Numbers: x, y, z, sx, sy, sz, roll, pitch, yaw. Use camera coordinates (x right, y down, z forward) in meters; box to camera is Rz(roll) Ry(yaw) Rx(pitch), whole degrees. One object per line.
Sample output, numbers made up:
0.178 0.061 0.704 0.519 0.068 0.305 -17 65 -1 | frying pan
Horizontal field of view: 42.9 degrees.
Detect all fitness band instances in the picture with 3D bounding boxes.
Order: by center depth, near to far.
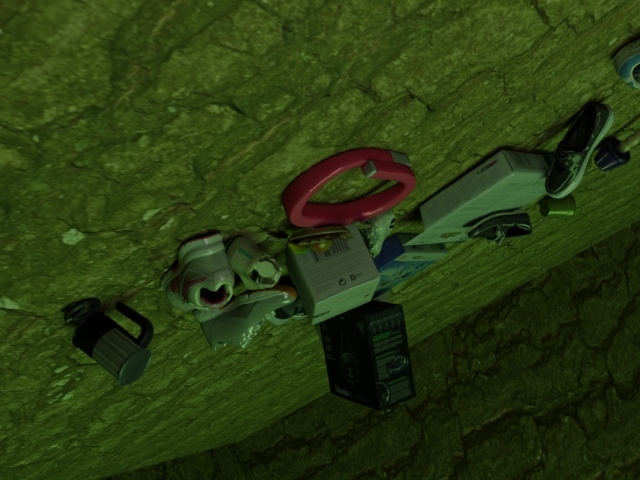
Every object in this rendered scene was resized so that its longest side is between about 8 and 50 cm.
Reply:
0.058 -0.089 1.503 0.209 0.054 0.291 -35 159 30 | fitness band

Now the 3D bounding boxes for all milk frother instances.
-0.401 0.184 1.524 0.129 0.135 0.143 -62 157 9 | milk frother

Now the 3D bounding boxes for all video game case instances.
0.167 0.075 2.125 0.269 0.061 0.244 -35 159 29 | video game case

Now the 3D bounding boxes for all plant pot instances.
0.669 -0.095 2.316 0.079 0.083 0.083 -6 157 -19 | plant pot

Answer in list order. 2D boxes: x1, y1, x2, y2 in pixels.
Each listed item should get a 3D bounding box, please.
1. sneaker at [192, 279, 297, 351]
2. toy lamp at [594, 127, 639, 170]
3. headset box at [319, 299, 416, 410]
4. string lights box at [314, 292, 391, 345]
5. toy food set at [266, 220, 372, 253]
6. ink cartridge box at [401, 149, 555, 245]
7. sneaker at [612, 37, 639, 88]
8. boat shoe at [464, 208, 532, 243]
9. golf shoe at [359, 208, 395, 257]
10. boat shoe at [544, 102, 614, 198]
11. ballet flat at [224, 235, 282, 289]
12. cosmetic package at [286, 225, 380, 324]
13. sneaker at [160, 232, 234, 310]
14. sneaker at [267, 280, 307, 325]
-0.149 0.166 1.759 0.262 0.121 0.099 -19 -177 31 | sneaker
0.777 -0.262 1.964 0.080 0.080 0.274 -9 155 -42 | toy lamp
0.123 0.297 2.262 0.131 0.283 0.246 -14 -169 -31 | headset box
0.108 0.257 2.450 0.077 0.133 0.259 -6 155 -47 | string lights box
0.000 0.000 1.585 0.192 0.038 0.132 -10 174 15 | toy food set
0.384 -0.097 1.914 0.330 0.071 0.324 -34 162 35 | ink cartridge box
0.638 -0.364 1.455 0.085 0.086 0.237 -3 151 -48 | sneaker
0.439 -0.027 1.977 0.206 0.065 0.075 -13 161 -35 | boat shoe
0.133 -0.016 1.807 0.086 0.069 0.176 -29 165 -8 | golf shoe
0.544 -0.195 1.751 0.076 0.080 0.228 7 123 -41 | boat shoe
-0.120 0.057 1.606 0.086 0.086 0.248 -27 163 5 | ballet flat
0.023 0.068 1.744 0.151 0.151 0.184 -21 163 -10 | cosmetic package
-0.227 0.088 1.524 0.103 0.111 0.252 -17 161 -25 | sneaker
-0.044 0.119 1.905 0.153 0.101 0.268 -31 168 16 | sneaker
